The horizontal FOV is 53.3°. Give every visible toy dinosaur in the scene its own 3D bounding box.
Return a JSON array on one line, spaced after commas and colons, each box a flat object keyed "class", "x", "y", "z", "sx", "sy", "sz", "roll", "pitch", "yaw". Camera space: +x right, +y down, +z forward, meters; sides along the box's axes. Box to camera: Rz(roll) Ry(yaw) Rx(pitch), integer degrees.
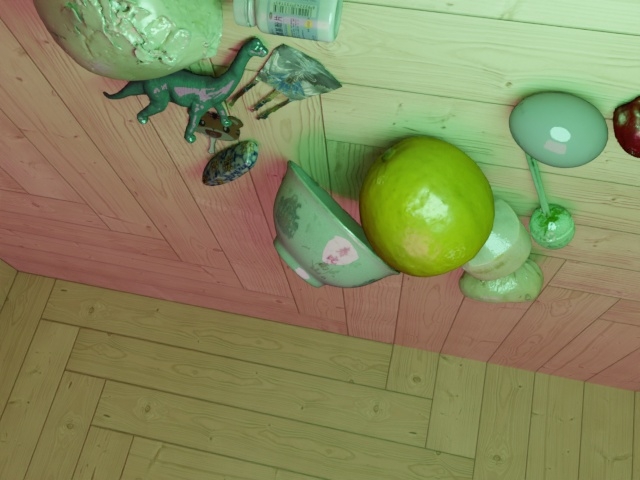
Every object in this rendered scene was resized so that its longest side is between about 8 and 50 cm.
[{"class": "toy dinosaur", "x": -0.323, "y": -0.387, "z": 1.458, "sx": 0.384, "sy": 0.129, "sz": 0.331, "roll": 16, "pitch": 147, "yaw": -4}]

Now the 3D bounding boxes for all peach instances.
[{"class": "peach", "x": 0.663, "y": -0.215, "z": 1.280, "sx": 0.127, "sy": 0.092, "sz": 0.172, "roll": -6, "pitch": 149, "yaw": 33}]

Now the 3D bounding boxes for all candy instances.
[{"class": "candy", "x": 0.550, "y": -0.120, "z": 1.598, "sx": 0.119, "sy": 0.119, "sz": 0.440, "roll": -1, "pitch": 147, "yaw": 32}]

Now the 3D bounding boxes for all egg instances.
[{"class": "egg", "x": 0.480, "y": -0.224, "z": 1.289, "sx": 0.199, "sy": 0.146, "sz": 0.146, "roll": 23, "pitch": 158, "yaw": -2}]

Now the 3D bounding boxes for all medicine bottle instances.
[{"class": "medicine bottle", "x": -0.058, "y": -0.426, "z": 1.166, "sx": 0.187, "sy": 0.102, "sz": 0.102, "roll": 10, "pitch": 158, "yaw": 6}]

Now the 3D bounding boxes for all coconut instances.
[{"class": "coconut", "x": 0.448, "y": -0.010, "z": 1.744, "sx": 0.241, "sy": 0.241, "sz": 0.241, "roll": 11, "pitch": 158, "yaw": 5}]

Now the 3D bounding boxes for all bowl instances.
[{"class": "bowl", "x": 0.000, "y": 0.000, "z": 1.737, "sx": 0.435, "sy": 0.196, "sz": 0.435, "roll": 44, "pitch": -172, "yaw": -8}]

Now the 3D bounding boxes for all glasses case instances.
[{"class": "glasses case", "x": -0.261, "y": -0.215, "z": 1.821, "sx": 0.065, "sy": 0.086, "sz": 0.248, "roll": 24, "pitch": 156, "yaw": -35}]

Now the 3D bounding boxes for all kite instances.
[{"class": "kite", "x": -0.106, "y": -0.359, "z": 1.481, "sx": 0.169, "sy": 0.015, "sz": 0.310, "roll": 30, "pitch": 151, "yaw": -35}]

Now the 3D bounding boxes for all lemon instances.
[{"class": "lemon", "x": 0.251, "y": -0.081, "z": 1.536, "sx": 0.348, "sy": 0.347, "sz": 0.348, "roll": 11, "pitch": 158, "yaw": 5}]

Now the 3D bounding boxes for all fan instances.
[{"class": "fan", "x": -0.292, "y": -0.294, "z": 1.751, "sx": 0.153, "sy": 0.008, "sz": 0.226, "roll": 15, "pitch": 158, "yaw": -6}]

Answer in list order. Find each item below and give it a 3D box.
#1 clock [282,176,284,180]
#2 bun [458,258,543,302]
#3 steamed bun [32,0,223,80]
[{"class": "clock", "x": -0.076, "y": -0.172, "z": 1.922, "sx": 0.074, "sy": 0.010, "sz": 0.083, "roll": -2, "pitch": 154, "yaw": 32}, {"class": "bun", "x": 0.581, "y": 0.114, "z": 2.036, "sx": 0.259, "sy": 0.159, "sz": 0.259, "roll": 2, "pitch": -179, "yaw": 0}, {"class": "steamed bun", "x": -0.372, "y": -0.422, "z": 1.186, "sx": 0.312, "sy": 0.232, "sz": 0.334, "roll": -6, "pitch": 150, "yaw": 37}]
